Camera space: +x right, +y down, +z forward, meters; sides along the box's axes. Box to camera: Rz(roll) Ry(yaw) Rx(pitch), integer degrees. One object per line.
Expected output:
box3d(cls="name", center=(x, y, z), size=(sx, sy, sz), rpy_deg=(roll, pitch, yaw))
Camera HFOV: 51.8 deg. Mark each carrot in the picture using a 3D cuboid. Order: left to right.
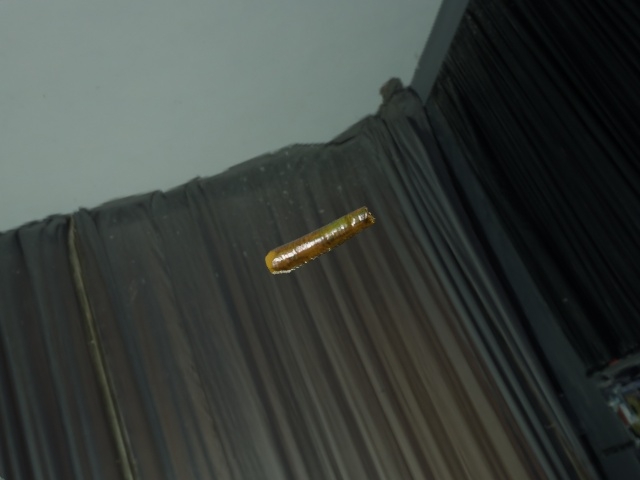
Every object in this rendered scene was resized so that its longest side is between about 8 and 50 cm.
box3d(cls="carrot", center=(0.000, 0.000, 0.935), size=(0.171, 0.042, 0.042), rpy_deg=(-28, 156, 13))

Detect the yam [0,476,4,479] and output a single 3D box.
box3d(cls="yam", center=(-0.372, 0.310, 0.582), size=(0.093, 0.093, 0.259), rpy_deg=(-42, -171, 35))
